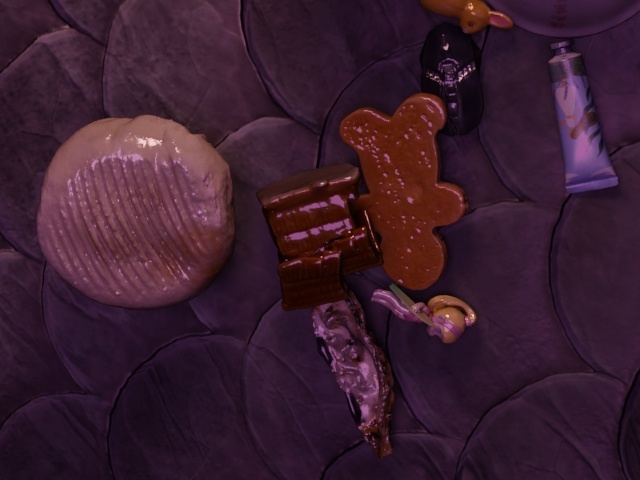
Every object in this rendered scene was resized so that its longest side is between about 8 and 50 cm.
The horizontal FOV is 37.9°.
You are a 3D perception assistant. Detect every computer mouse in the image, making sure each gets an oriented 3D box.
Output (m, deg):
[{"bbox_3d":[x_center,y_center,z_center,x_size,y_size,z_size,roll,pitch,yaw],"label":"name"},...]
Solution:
[{"bbox_3d":[0.219,-0.271,1.566,0.105,0.062,0.192,-5,98,15],"label":"computer mouse"}]

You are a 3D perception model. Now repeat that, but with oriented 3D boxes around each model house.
[{"bbox_3d":[0.000,-0.002,1.598,0.199,0.219,0.229,-14,104,6],"label":"model house"}]

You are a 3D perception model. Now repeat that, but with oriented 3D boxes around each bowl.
[{"bbox_3d":[0.391,-0.487,1.434,0.345,0.157,0.346,3,102,13],"label":"bowl"}]

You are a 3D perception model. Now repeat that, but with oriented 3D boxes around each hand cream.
[{"bbox_3d":[0.427,-0.205,1.540,0.088,0.055,0.256,-11,105,20],"label":"hand cream"}]

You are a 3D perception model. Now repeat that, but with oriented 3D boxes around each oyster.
[{"bbox_3d":[0.070,0.238,1.703,0.128,0.078,0.345,-14,100,37],"label":"oyster"}]

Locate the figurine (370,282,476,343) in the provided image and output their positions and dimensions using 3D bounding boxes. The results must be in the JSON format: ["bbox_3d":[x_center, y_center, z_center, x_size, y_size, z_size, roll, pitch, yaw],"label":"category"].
[{"bbox_3d":[0.182,0.122,1.647,0.187,0.083,0.083,21,105,8],"label":"figurine"}]

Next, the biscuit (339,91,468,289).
[{"bbox_3d":[0.146,-0.079,1.622,0.216,0.047,0.340,-9,106,24],"label":"biscuit"}]

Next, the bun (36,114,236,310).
[{"bbox_3d":[-0.320,-0.058,1.660,0.365,0.219,0.365,2,115,4],"label":"bun"}]

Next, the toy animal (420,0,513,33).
[{"bbox_3d":[0.240,-0.379,1.527,0.159,0.083,0.070,30,120,-1],"label":"toy animal"}]
